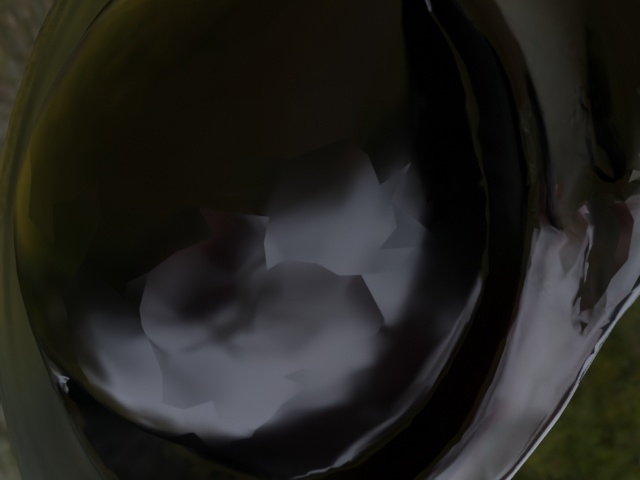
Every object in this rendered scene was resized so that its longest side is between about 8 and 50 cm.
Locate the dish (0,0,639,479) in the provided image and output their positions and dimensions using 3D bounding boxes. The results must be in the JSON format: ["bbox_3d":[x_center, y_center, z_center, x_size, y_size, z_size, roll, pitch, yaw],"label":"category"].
[{"bbox_3d":[0.000,0.000,0.412,0.273,0.273,0.133,-25,161,33],"label":"dish"}]
